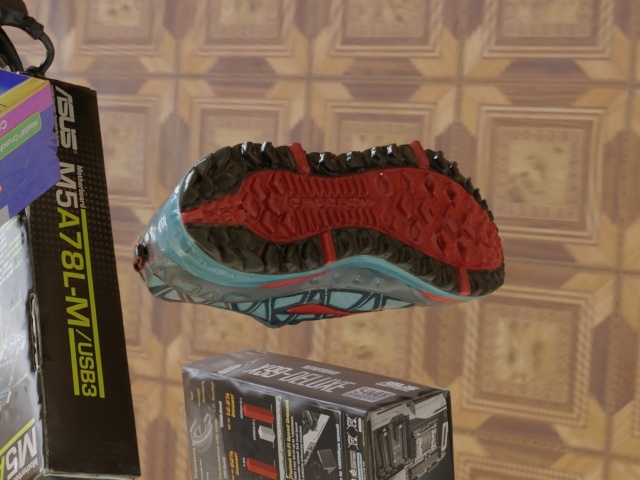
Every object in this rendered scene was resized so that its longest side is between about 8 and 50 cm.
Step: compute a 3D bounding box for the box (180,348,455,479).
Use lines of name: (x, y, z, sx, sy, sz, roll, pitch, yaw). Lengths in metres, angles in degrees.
box: (-0.001, 0.249, 0.947, 0.242, 0.076, 0.308, 4, 101, 54)

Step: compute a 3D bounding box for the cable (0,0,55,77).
cable: (-0.238, -0.097, 0.648, 0.184, 0.047, 0.150, 34, 104, -9)

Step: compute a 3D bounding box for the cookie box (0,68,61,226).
cookie box: (-0.152, -0.027, 0.400, 0.107, 0.092, 0.040, 17, 127, 21)

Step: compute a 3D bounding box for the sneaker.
sneaker: (0.000, 0.000, 0.802, 0.125, 0.261, 0.104, -32, 59, 47)

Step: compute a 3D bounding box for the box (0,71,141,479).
box: (-0.147, 0.054, 0.555, 0.190, 0.045, 0.184, -43, 50, 40)
